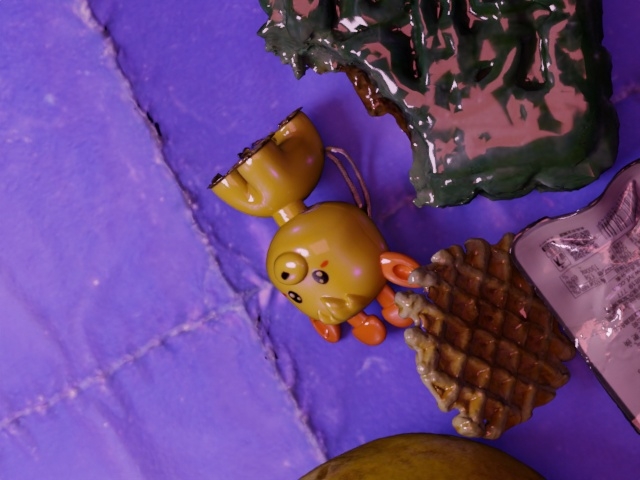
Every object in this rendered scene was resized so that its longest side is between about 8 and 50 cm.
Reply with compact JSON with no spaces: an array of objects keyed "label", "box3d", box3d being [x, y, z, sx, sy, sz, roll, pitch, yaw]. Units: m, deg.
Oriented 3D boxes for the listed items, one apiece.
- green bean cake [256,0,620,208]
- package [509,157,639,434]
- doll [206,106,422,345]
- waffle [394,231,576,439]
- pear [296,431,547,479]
[{"label":"green bean cake","box3d":[0.101,-0.181,1.526,0.300,0.169,0.308,-6,92,7]},{"label":"package","box3d":[0.290,0.047,1.557,0.166,0.040,0.232,-38,101,5]},{"label":"doll","box3d":[0.000,0.000,1.574,0.221,0.135,0.143,50,128,-2]},{"label":"waffle","box3d":[0.149,0.080,1.536,0.036,0.183,0.169,-24,94,50]},{"label":"pear","box3d":[0.081,0.300,1.501,0.321,0.269,0.269,7,92,-3]}]
